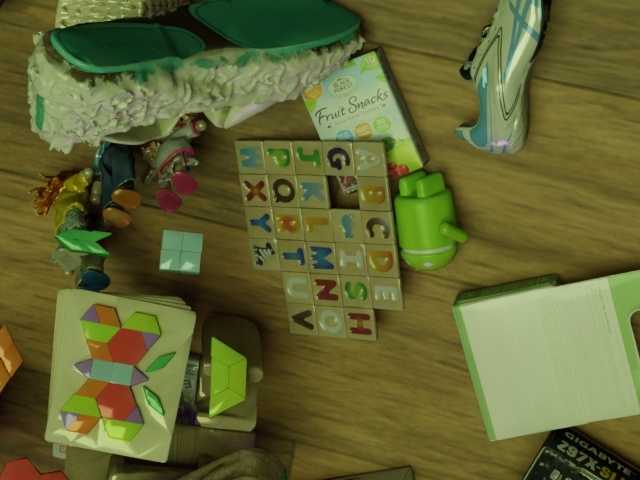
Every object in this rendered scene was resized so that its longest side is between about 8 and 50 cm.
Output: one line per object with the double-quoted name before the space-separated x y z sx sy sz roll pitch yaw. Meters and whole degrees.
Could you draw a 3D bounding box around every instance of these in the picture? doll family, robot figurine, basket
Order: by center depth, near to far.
"basket" -0.218 -0.227 1.695 0.113 0.167 0.103 7 101 14
"robot figurine" 0.119 -0.018 1.709 0.101 0.067 0.115 7 111 41
"doll family" -0.249 -0.066 1.759 0.118 0.163 0.263 31 115 -30

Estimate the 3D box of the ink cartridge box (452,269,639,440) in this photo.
"ink cartridge box" 0.281 0.121 1.711 0.235 0.056 0.171 -13 102 16

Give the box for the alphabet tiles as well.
"alphabet tiles" 0.000 0.000 1.751 0.198 0.009 0.237 3 109 31

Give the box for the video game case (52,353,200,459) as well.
"video game case" -0.240 0.209 1.903 0.190 0.022 0.173 11 109 13

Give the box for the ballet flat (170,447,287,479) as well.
"ballet flat" -0.182 0.325 1.680 0.316 0.106 0.107 -30 113 6

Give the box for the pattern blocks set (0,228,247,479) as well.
"pattern blocks set" -0.221 0.144 1.649 0.285 0.026 0.325 -4 82 -8

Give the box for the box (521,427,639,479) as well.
"box" 0.301 0.409 1.761 0.257 0.079 0.322 30 114 10

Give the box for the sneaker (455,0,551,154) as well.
"sneaker" 0.196 -0.208 1.621 0.086 0.085 0.237 12 108 7

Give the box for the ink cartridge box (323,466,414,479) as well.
"ink cartridge box" 0.031 0.362 1.838 0.190 0.082 0.140 -12 103 18

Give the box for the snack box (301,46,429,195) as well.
"snack box" 0.047 -0.132 1.711 0.100 0.037 0.141 -20 99 20

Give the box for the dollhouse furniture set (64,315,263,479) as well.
"dollhouse furniture set" -0.281 0.247 1.837 0.394 0.256 0.362 6 109 -7

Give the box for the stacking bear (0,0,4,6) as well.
"stacking bear" -0.337 -0.346 1.700 0.289 0.175 0.164 -28 67 31

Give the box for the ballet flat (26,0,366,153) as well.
"ballet flat" -0.136 -0.174 1.597 0.147 0.409 0.147 17 113 46
